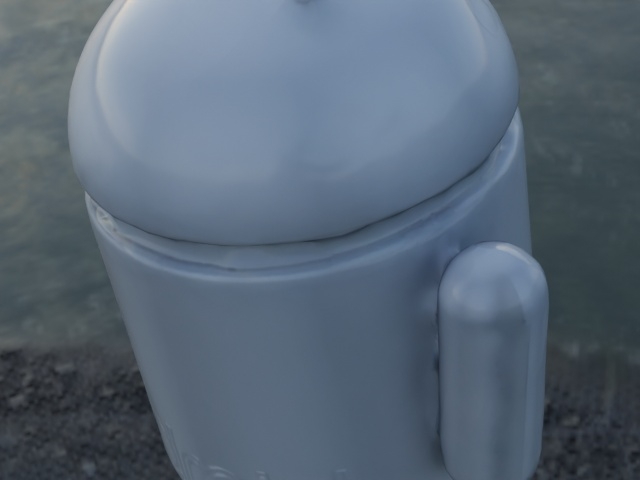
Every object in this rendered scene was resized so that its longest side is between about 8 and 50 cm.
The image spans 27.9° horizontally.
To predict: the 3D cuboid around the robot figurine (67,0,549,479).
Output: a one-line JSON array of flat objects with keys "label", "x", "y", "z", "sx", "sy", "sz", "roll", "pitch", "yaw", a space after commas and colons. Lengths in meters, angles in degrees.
[{"label": "robot figurine", "x": 0.000, "y": 0.000, "z": 0.613, "sx": 0.199, "sy": 0.354, "sz": 0.300, "roll": -31, "pitch": 40, "yaw": -25}]
